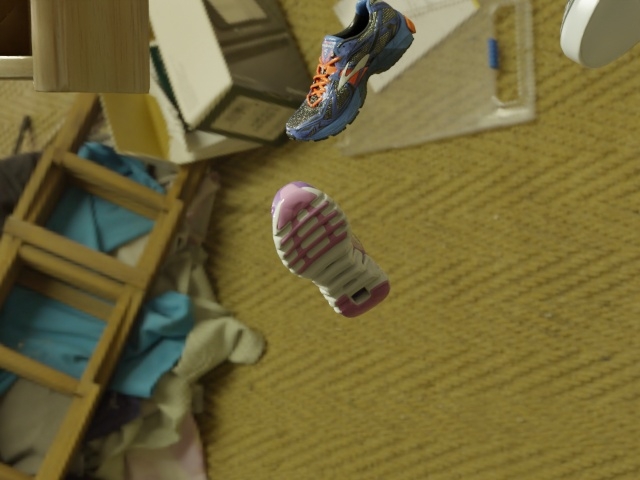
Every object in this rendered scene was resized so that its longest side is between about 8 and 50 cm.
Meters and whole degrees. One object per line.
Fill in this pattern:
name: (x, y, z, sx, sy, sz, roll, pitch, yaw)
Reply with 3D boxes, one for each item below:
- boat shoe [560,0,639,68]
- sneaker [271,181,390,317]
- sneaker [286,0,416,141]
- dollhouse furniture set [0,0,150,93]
boat shoe: (0.287, -0.299, 0.836, 0.102, 0.108, 0.301, 33, 97, 39)
sneaker: (0.000, 0.000, 1.175, 0.095, 0.236, 0.104, -33, 46, 5)
sneaker: (0.023, -0.220, 1.189, 0.221, 0.087, 0.083, -54, 35, -7)
dollhouse furniture set: (-0.286, -0.139, 0.342, 0.256, 0.394, 0.362, 4, 99, 28)
